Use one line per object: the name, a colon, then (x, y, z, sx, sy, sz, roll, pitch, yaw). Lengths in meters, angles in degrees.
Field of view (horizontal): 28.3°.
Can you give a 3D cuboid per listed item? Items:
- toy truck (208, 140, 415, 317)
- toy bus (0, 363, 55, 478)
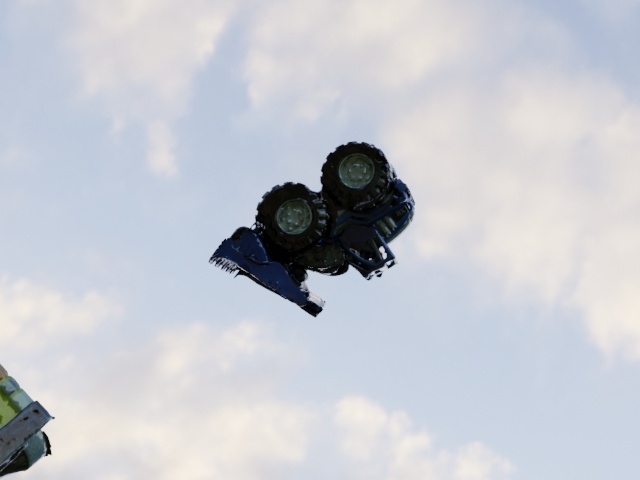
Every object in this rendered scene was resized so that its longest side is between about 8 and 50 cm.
toy truck: (0.000, 0.000, 1.294, 0.208, 0.126, 0.113, -32, -12, 4)
toy bus: (-0.218, 0.116, 0.666, 0.101, 0.088, 0.175, 47, -39, 0)
